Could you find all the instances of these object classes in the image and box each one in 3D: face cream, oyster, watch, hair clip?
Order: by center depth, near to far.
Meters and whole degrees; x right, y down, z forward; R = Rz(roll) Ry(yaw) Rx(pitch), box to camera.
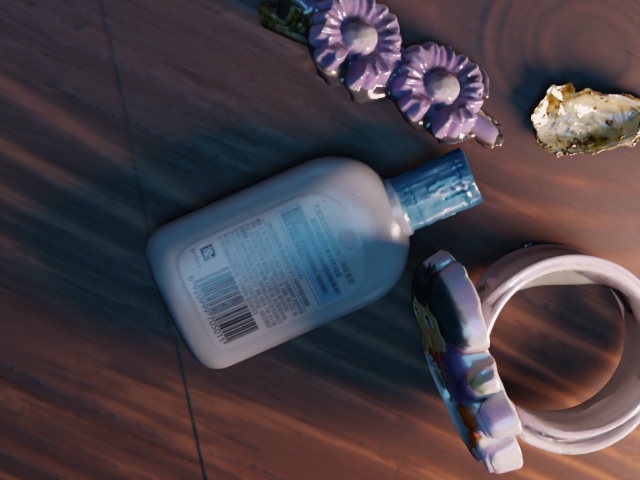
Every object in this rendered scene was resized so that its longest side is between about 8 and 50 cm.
[{"bbox_3d":[0.065,-0.172,1.708,0.292,0.084,0.106,29,59,-11],"label":"hair clip"},{"bbox_3d":[0.224,0.096,1.729,0.231,0.196,0.244,-20,101,-3],"label":"watch"},{"bbox_3d":[0.000,0.000,1.747,0.336,0.080,0.163,-25,103,5],"label":"face cream"},{"bbox_3d":[0.278,-0.119,1.750,0.132,0.029,0.086,18,110,-9],"label":"oyster"}]
